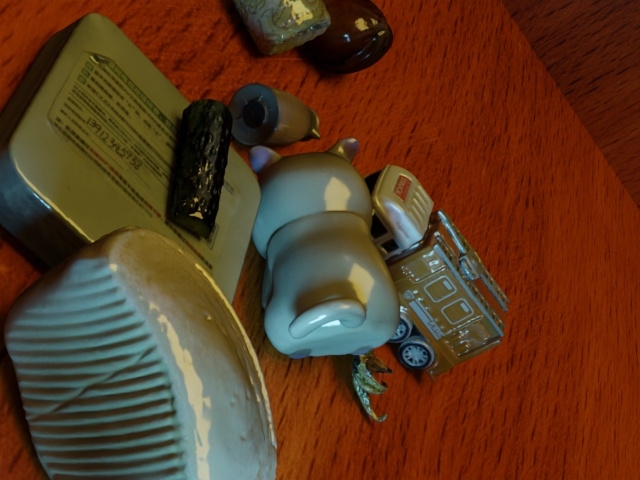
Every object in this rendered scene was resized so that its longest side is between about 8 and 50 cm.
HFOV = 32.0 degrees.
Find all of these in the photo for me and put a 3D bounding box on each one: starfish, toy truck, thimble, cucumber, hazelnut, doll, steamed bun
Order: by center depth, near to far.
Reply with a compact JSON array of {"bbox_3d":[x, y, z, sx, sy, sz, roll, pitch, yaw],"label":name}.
[{"bbox_3d":[-0.185,0.186,1.310,0.236,0.247,0.383,-11,75,-57],"label":"steamed bun"},{"bbox_3d":[-0.158,-0.103,1.554,0.078,0.062,0.211,40,34,-38],"label":"cucumber"},{"bbox_3d":[0.002,0.029,1.771,0.226,0.215,0.370,93,-13,-51],"label":"doll"},{"bbox_3d":[0.089,0.207,1.889,0.146,0.074,0.190,-72,165,-85],"label":"starfish"},{"bbox_3d":[0.172,0.047,2.024,0.387,0.207,0.173,52,31,-19],"label":"toy truck"},{"bbox_3d":[-0.068,-0.441,2.098,0.190,0.137,0.143,-28,88,-45],"label":"thimble"},{"bbox_3d":[0.059,-0.423,2.267,0.204,0.178,0.178,41,35,-53],"label":"hazelnut"}]

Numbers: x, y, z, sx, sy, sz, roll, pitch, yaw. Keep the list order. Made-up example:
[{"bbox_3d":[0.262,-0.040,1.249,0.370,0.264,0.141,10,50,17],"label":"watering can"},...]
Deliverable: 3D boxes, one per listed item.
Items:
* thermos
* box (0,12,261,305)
[{"bbox_3d":[-0.081,-0.223,1.966,0.137,0.105,0.193,39,18,22],"label":"thermos"},{"bbox_3d":[-0.260,-0.078,1.545,0.396,0.111,0.396,48,32,-26],"label":"box"}]
